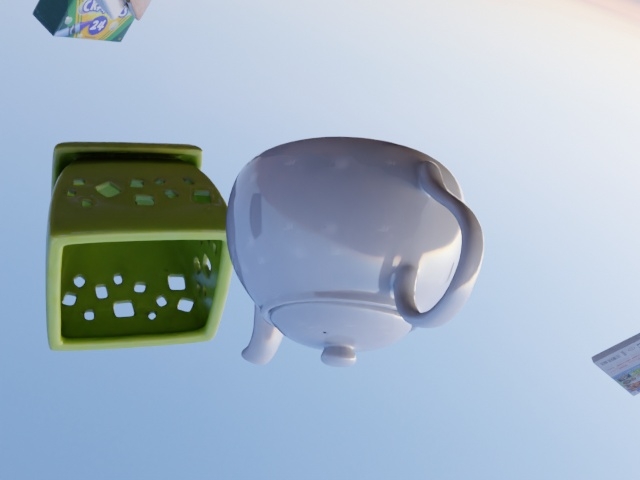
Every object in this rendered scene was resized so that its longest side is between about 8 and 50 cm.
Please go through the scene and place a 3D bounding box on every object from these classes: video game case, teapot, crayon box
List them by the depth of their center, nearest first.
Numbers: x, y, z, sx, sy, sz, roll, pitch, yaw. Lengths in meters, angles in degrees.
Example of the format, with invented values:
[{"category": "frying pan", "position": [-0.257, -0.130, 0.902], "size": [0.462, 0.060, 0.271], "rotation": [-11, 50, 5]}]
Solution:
[{"category": "teapot", "position": [0.026, 0.027, 0.845], "size": [0.252, 0.187, 0.256], "rotation": [0, 159, 9]}, {"category": "video game case", "position": [0.415, 0.158, 1.139], "size": [0.122, 0.087, 0.011], "rotation": [36, -148, -38]}, {"category": "crayon box", "position": [-0.422, -0.559, 1.793], "size": [0.083, 0.323, 0.203], "rotation": [45, -154, 16]}]

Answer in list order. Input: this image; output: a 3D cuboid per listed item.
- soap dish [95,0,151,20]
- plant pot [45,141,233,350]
[{"category": "soap dish", "position": [-0.300, -0.431, 1.108], "size": [0.229, 0.118, 0.291], "rotation": [49, 172, 4]}, {"category": "plant pot", "position": [-0.249, -0.004, 1.165], "size": [0.227, 0.228, 0.207], "rotation": [-2, -134, -19]}]
